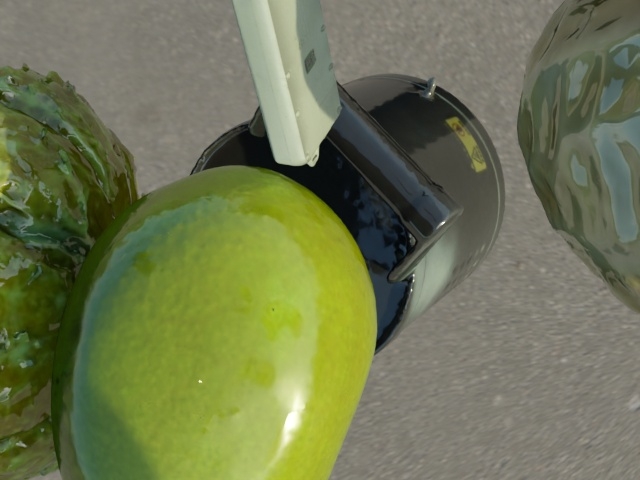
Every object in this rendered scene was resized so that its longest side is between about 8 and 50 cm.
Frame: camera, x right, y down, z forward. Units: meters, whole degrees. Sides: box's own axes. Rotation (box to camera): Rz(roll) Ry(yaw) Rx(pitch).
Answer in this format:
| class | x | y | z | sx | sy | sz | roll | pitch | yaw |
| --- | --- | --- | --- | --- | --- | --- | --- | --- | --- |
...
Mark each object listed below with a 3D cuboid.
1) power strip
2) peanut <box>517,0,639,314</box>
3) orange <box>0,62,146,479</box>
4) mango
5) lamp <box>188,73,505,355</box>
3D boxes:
| class | x | y | z | sx | sy | sz | roll | pitch | yaw |
| --- | --- | --- | --- | --- | --- | --- | --- | --- | --- |
| power strip | -0.012 | -0.071 | 0.512 | 0.016 | 0.040 | 0.090 | 9 | 134 | 24 |
| peanut | 0.160 | -0.027 | 0.390 | 0.298 | 0.120 | 0.136 | 9 | 88 | 64 |
| orange | -0.243 | 0.034 | 0.959 | 0.223 | 0.300 | 0.301 | 0 | 68 | 10 |
| mango | -0.072 | 0.087 | 0.813 | 0.185 | 0.149 | 0.273 | 20 | 90 | 1 |
| lamp | 0.032 | -0.031 | 1.105 | 0.205 | 0.272 | 0.374 | 46 | 140 | 7 |
